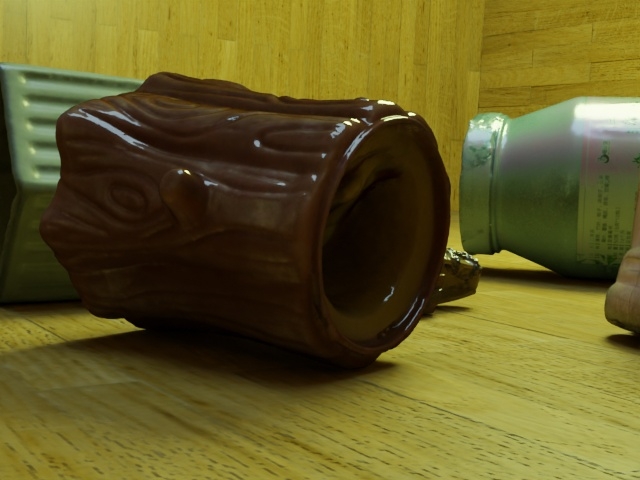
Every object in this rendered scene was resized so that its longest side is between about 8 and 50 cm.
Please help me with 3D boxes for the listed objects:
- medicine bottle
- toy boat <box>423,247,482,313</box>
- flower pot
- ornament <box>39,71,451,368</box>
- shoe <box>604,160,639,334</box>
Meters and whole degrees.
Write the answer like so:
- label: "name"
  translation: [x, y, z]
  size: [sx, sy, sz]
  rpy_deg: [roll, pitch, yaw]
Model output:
- label: "medicine bottle"
  translation: [0.341, -0.067, 1.226]
  size: [0.289, 0.245, 0.245]
  rpy_deg: [2, 4, 18]
- label: "toy boat"
  translation: [0.072, 0.039, 0.859]
  size: [0.206, 0.064, 0.072]
  rpy_deg: [-4, 25, -40]
- label: "flower pot"
  translation: [-0.240, -0.052, 0.886]
  size: [0.189, 0.239, 0.209]
  rpy_deg: [1, 34, -37]
- label: "ornament"
  translation: [-0.036, -0.019, 0.661]
  size: [0.217, 0.221, 0.235]
  rpy_deg: [10, -36, 36]
- label: "shoe"
  translation: [0.409, -0.011, 0.785]
  size: [0.350, 0.198, 0.172]
  rpy_deg: [-1, 7, -28]
